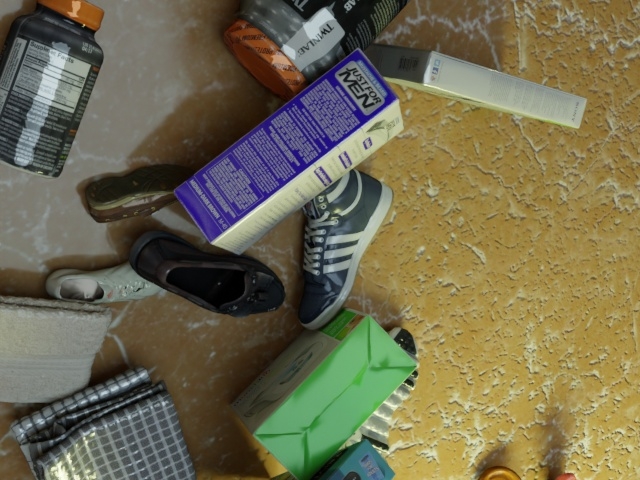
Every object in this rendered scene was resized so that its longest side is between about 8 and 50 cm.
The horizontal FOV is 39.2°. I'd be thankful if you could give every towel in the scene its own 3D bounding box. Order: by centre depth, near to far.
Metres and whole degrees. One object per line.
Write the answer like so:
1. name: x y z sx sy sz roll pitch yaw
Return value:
1. towel: -0.460 0.157 1.309 0.282 0.049 0.187 8 125 -29
2. towel: -0.321 0.362 1.411 0.235 0.121 0.284 -22 124 -19

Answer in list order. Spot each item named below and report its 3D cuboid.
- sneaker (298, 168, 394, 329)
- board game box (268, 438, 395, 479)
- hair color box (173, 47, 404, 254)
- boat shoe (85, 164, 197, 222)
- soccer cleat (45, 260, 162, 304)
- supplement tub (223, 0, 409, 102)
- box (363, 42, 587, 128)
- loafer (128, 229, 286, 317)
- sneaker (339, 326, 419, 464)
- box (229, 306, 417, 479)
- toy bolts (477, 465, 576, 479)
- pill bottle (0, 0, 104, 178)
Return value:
1. sneaker: 0.000 0.000 1.506 0.153 0.099 0.282 31 83 -34
2. board game box: -0.064 0.457 1.432 0.079 0.336 0.254 51 51 0
3. hair color box: -0.039 -0.125 1.352 0.339 0.185 0.110 -36 81 2
4. boat shoe: -0.270 -0.070 1.379 0.178 0.064 0.060 -15 141 -21
5. soccer cleat: -0.319 0.069 1.377 0.196 0.076 0.068 -4 106 -26
6. supplement tub: 0.013 -0.370 1.357 0.316 0.193 0.193 -49 119 -8
7. box: 0.243 -0.258 1.482 0.322 0.232 0.058 11 100 -29
8. loafer: -0.162 0.072 1.415 0.302 0.095 0.109 23 100 -44
9. sneaker: 0.088 0.290 1.634 0.110 0.118 0.292 36 67 -30
10. box: -0.001 0.244 1.489 0.262 0.231 0.127 -45 102 -9
11. toy bolts: 0.443 0.561 1.899 0.228 0.158 0.218 -28 75 -7
12. pill bottle: -0.380 -0.219 1.235 0.130 0.130 0.246 20 94 -30
